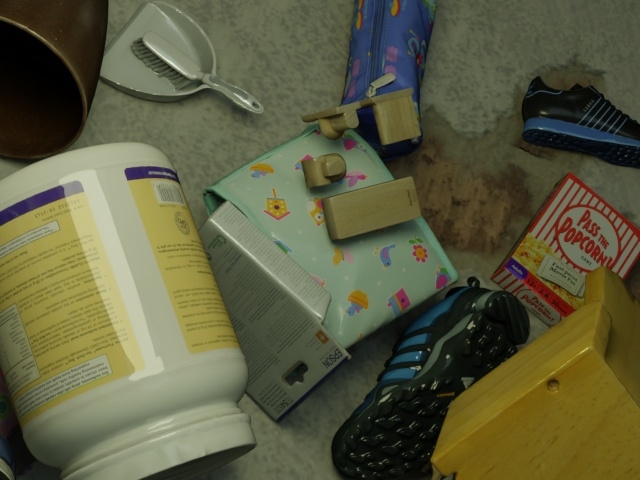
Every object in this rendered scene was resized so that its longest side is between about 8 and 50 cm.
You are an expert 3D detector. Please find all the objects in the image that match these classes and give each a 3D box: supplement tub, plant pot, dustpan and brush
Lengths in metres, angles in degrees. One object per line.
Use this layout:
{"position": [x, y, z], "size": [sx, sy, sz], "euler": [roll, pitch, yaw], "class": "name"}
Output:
{"position": [-0.216, 0.091, 1.621], "size": [0.241, 0.241, 0.331], "euler": [-15, 77, -27], "class": "supplement tub"}
{"position": [-0.342, -0.253, 1.886], "size": [0.215, 0.215, 0.230], "euler": [28, 46, -8], "class": "plant pot"}
{"position": [-0.167, -0.215, 2.006], "size": [0.211, 0.060, 0.147], "euler": [36, 60, -4], "class": "dustpan and brush"}

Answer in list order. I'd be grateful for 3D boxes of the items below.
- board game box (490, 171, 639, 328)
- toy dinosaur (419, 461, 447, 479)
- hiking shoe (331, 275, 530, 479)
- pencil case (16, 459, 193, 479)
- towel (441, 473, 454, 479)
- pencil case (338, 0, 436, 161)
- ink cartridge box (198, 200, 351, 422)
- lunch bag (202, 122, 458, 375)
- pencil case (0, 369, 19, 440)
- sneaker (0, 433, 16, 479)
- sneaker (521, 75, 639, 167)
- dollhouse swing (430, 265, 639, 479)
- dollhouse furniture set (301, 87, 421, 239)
{"position": [0.338, 0.024, 2.115], "size": [0.146, 0.045, 0.193], "euler": [39, 59, -3], "class": "board game box"}
{"position": [0.150, 0.276, 1.901], "size": [0.053, 0.092, 0.183], "euler": [35, 69, 0], "class": "toy dinosaur"}
{"position": [0.125, 0.176, 1.938], "size": [0.304, 0.132, 0.113], "euler": [-42, 114, -11], "class": "hiking shoe"}
{"position": [-0.214, 0.254, 1.752], "size": [0.273, 0.113, 0.124], "euler": [-30, 56, -29], "class": "pencil case"}
{"position": [0.285, 0.347, 1.909], "size": [0.324, 0.038, 0.248], "euler": [-20, 92, -34], "class": "towel"}
{"position": [0.090, -0.254, 2.088], "size": [0.119, 0.133, 0.306], "euler": [3, 63, 11], "class": "pencil case"}
{"position": [-0.076, 0.086, 1.818], "size": [0.224, 0.223, 0.045], "euler": [45, 54, 0], "class": "ink cartridge box"}
{"position": [0.000, 0.000, 1.926], "size": [0.223, 0.160, 0.262], "euler": [-30, 87, -29], "class": "lunch bag"}
{"position": [-0.358, 0.133, 1.744], "size": [0.124, 0.124, 0.284], "euler": [37, 59, -4], "class": "pencil case"}
{"position": [-0.359, 0.352, 1.563], "size": [0.127, 0.182, 0.316], "euler": [6, 92, -18], "class": "sneaker"}
{"position": [0.392, -0.167, 2.199], "size": [0.232, 0.081, 0.090], "euler": [13, 71, -15], "class": "sneaker"}
{"position": [0.325, 0.256, 1.901], "size": [0.315, 0.305, 0.347], "euler": [-37, 104, 7], "class": "dollhouse swing"}
{"position": [0.038, -0.088, 1.888], "size": [0.144, 0.123, 0.151], "euler": [-15, 94, -26], "class": "dollhouse furniture set"}
